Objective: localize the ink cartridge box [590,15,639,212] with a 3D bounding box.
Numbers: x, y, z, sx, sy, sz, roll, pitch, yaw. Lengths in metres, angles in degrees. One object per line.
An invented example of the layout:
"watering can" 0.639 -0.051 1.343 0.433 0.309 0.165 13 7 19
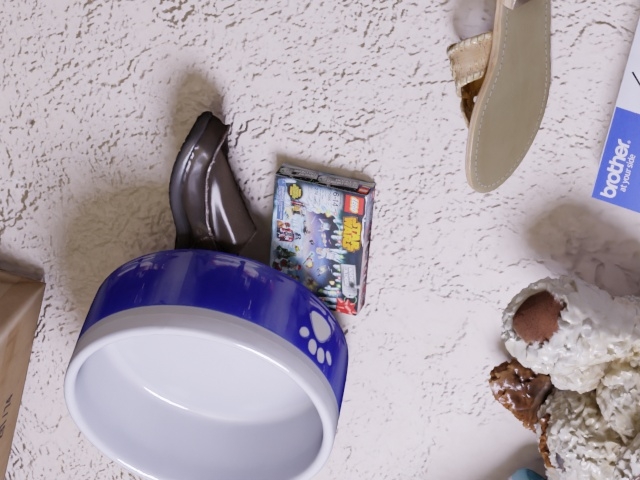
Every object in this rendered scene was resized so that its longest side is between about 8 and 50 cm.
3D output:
"ink cartridge box" 0.301 -0.117 1.570 0.097 0.046 0.207 19 124 13

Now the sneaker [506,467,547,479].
"sneaker" 0.180 0.370 1.718 0.127 0.319 0.208 39 104 -18

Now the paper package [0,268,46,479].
"paper package" -0.434 0.206 1.897 0.168 0.309 0.325 21 125 7

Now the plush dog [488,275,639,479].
"plush dog" 0.274 0.162 1.691 0.262 0.210 0.225 57 143 18

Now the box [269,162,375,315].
"box" 0.000 0.000 1.772 0.094 0.027 0.137 12 122 14

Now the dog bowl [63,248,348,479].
"dog bowl" -0.108 0.132 1.801 0.264 0.104 0.265 8 139 7

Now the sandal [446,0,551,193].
"sandal" 0.148 -0.166 1.602 0.079 0.088 0.240 34 125 40

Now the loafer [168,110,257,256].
"loafer" -0.095 -0.027 1.772 0.078 0.080 0.220 12 132 10
